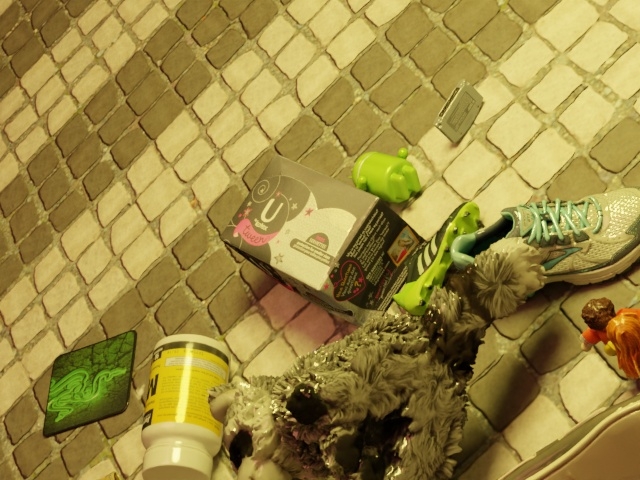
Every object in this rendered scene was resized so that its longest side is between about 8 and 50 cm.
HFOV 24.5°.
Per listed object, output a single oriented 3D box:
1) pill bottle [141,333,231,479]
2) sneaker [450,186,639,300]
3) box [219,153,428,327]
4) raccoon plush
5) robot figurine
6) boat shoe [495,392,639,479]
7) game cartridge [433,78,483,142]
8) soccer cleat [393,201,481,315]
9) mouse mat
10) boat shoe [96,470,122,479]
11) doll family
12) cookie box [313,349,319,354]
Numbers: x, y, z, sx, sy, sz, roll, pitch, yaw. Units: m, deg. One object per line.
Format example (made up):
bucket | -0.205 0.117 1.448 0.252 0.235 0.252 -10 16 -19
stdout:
pill bottle | -0.198 0.253 2.147 0.119 0.119 0.208 -19 50 31
sneaker | 0.296 -0.001 1.891 0.283 0.122 0.110 -25 47 26
box | 0.000 0.000 2.135 0.247 0.142 0.163 26 80 48
raccoon plush | 0.069 0.178 1.877 0.446 0.216 0.299 -33 17 -24
robot figurine | 0.094 -0.094 2.175 0.101 0.067 0.115 -37 35 -27
boat shoe | 0.321 0.249 1.703 0.335 0.112 0.095 -33 14 13
game cartridge | 0.203 -0.188 2.155 0.017 0.056 0.083 20 74 54
soccer cleat | 0.159 0.020 2.046 0.072 0.060 0.179 23 81 49
mouse mat | -0.378 0.233 2.404 0.190 0.007 0.152 -21 50 30
boat shoe | -0.286 0.397 2.167 0.072 0.068 0.190 -43 41 -9
doll family | 0.420 0.094 1.684 0.263 0.163 0.118 -31 45 21
cookie box | 0.017 0.210 2.047 0.092 0.040 0.107 2 64 42
